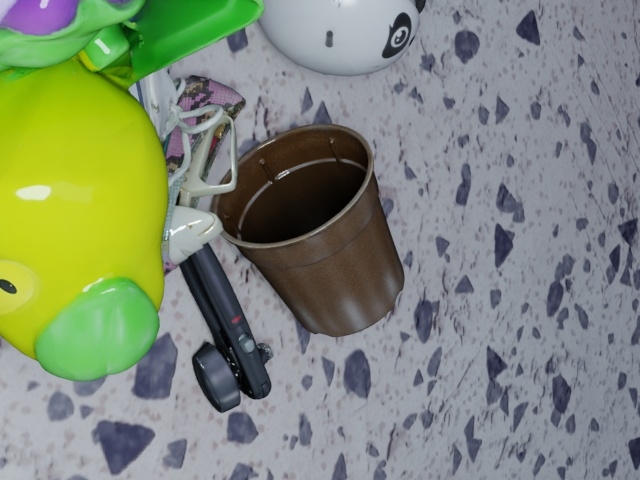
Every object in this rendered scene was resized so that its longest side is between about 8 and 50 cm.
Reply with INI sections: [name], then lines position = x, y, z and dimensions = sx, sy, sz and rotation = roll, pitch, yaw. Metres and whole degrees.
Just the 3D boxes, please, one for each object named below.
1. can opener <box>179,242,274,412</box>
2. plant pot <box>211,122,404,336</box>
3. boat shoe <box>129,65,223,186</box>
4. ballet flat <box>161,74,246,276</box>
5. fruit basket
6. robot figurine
[can opener]
position = -0.094, 0.077, 1.087
dimensions = 0.073, 0.059, 0.186
rotation = -34, 117, -41
[plant pot]
position = 0.000, 0.000, 1.124
dimensions = 0.167, 0.167, 0.165
rotation = -56, 138, -30
[boat shoe]
position = -0.165, -0.124, 0.957
dimensions = 0.156, 0.135, 0.367
rotation = -9, 90, -51
[ballet flat]
position = -0.119, -0.047, 1.029
dimensions = 0.077, 0.079, 0.222
rotation = 75, 30, -71
[fruit basket]
position = -0.223, -0.093, 0.703
dimensions = 0.283, 0.392, 0.392
rotation = 10, 85, -48
[robot figurine]
position = 0.036, -0.302, 1.123
dimensions = 0.209, 0.173, 0.278
rotation = 23, 75, -44
